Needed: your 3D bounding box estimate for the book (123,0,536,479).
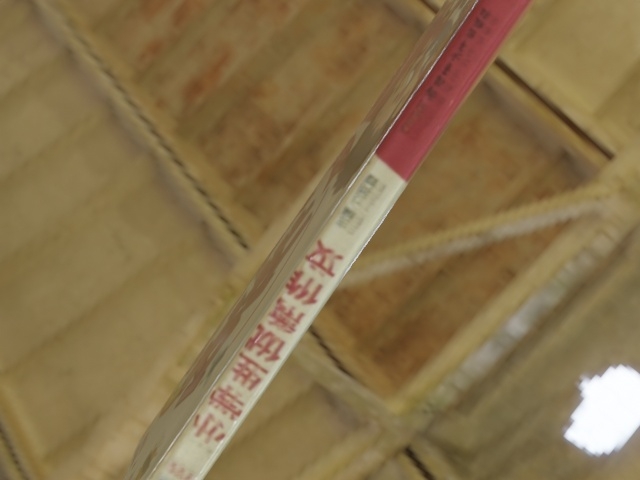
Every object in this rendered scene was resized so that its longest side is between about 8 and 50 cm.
[{"bbox_3d":[0.000,0.000,0.664,0.232,0.022,0.162,-55,-177,12],"label":"book"}]
